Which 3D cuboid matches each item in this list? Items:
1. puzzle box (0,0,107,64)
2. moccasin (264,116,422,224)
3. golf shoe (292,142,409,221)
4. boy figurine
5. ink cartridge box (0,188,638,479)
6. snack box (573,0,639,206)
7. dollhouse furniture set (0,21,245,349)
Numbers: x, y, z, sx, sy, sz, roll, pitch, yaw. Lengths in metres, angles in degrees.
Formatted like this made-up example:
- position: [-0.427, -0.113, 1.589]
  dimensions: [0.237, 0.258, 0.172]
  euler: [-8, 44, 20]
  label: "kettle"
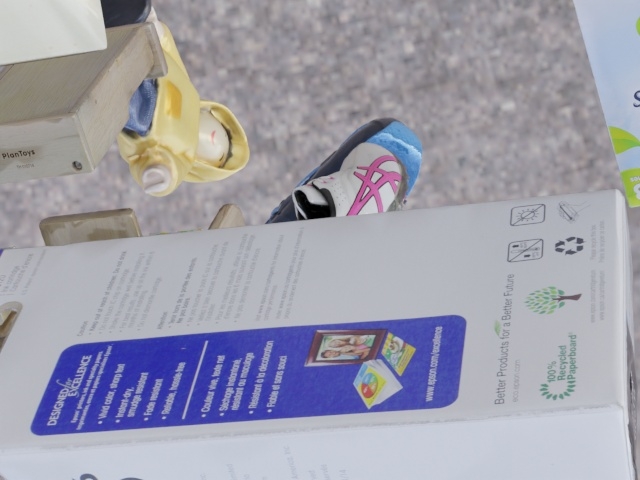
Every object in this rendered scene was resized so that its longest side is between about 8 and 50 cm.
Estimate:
- position: [-0.323, -0.198, 0.777]
  dimensions: [0.409, 0.272, 0.052]
  euler: [-11, -173, -24]
  label: "puzzle box"
- position: [0.000, 0.000, 1.912]
  dimensions: [0.342, 0.117, 0.138]
  euler: [-45, 109, 8]
  label: "moccasin"
- position: [0.021, -0.032, 1.284]
  dimensions: [0.086, 0.186, 0.067]
  euler: [35, 121, -16]
  label: "golf shoe"
- position: [-0.143, -0.115, 1.442]
  dimensions: [0.092, 0.177, 0.285]
  euler: [-10, 155, 13]
  label: "boy figurine"
- position: [-0.020, 0.058, 0.760]
  dimensions: [0.333, 0.165, 0.065]
  euler: [-4, 125, 14]
  label: "ink cartridge box"
- position: [0.252, -0.138, 0.987]
  dimensions: [0.174, 0.070, 0.207]
  euler: [-12, 112, 22]
  label: "snack box"
- position: [-0.161, -0.014, 1.184]
  dimensions: [0.212, 0.161, 0.242]
  euler: [-6, 119, 17]
  label: "dollhouse furniture set"
